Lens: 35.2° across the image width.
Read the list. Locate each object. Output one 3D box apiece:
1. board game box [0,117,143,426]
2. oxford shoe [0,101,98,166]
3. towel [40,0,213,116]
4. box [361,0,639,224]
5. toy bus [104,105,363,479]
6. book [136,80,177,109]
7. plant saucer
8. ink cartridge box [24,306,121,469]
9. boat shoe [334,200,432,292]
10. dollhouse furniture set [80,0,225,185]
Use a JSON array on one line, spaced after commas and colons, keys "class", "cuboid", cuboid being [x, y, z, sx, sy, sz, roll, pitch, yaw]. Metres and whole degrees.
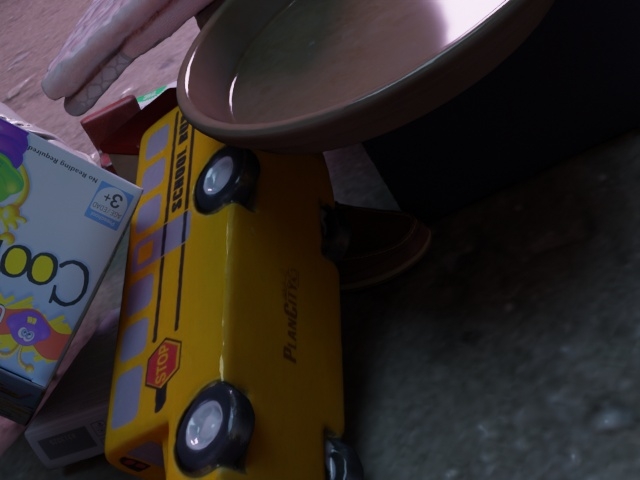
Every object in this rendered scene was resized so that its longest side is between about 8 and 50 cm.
[{"class": "board game box", "cuboid": [-0.238, 0.030, 0.725, 0.142, 0.144, 0.275, -67, 11, -21]}, {"class": "oxford shoe", "cuboid": [-0.385, -0.088, 1.173, 0.169, 0.130, 0.449, -40, 34, -15]}, {"class": "towel", "cuboid": [-0.090, -0.284, 0.888, 0.317, 0.053, 0.332, -30, 31, 35]}, {"class": "box", "cuboid": [0.156, -0.225, 0.829, 0.312, 0.179, 0.343, -24, 32, 14]}, {"class": "toy bus", "cuboid": [-0.059, 0.049, 0.657, 0.130, 0.108, 0.333, -29, 45, 32]}, {"class": "book", "cuboid": [-0.192, -0.130, 1.152, 0.096, 0.035, 0.144, -22, 32, 8]}, {"class": "plant saucer", "cuboid": [0.035, -0.147, 0.630, 0.277, 0.041, 0.278, -23, 36, 18]}, {"class": "ink cartridge box", "cuboid": [-0.135, 0.096, 0.800, 0.145, 0.045, 0.179, -20, 19, 21]}, {"class": "boat shoe", "cuboid": [0.000, 0.000, 0.775, 0.178, 0.060, 0.064, -4, 42, 38]}, {"class": "dollhouse furniture set", "cuboid": [-0.116, -0.204, 1.029, 0.201, 0.152, 0.374, 5, 41, 45]}]
